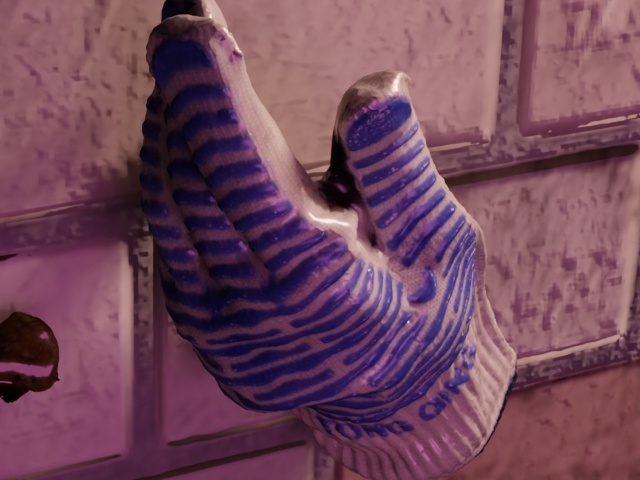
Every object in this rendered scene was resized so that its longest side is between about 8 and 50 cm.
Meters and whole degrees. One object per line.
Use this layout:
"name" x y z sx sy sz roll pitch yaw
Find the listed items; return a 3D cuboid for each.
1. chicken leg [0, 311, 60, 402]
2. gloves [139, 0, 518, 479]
"chicken leg" -0.158 0.058 0.579 0.178 0.070 0.093 -17 162 -37
"gloves" 0.001 0.006 0.638 0.119 0.097 0.229 -19 130 18
